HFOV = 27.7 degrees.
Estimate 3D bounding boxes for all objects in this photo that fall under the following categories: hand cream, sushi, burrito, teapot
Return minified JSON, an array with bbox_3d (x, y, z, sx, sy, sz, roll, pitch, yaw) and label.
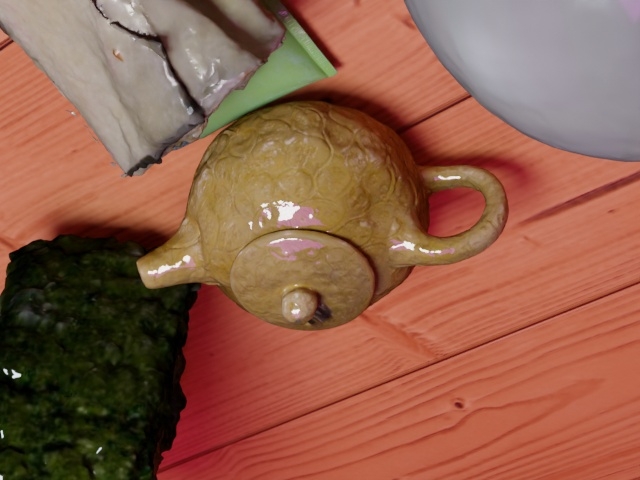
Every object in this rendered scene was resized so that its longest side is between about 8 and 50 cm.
[{"bbox_3d":[-0.083,-0.132,1.070,0.175,0.046,0.095,-28,120,24],"label":"hand cream"},{"bbox_3d":[-0.219,0.179,1.172,0.178,0.352,0.294,10,133,-1],"label":"sushi"},{"bbox_3d":[-0.178,-0.216,0.948,0.332,0.135,0.190,50,153,-12],"label":"burrito"},{"bbox_3d":[0.000,0.000,1.073,0.311,0.167,0.203,-5,138,10],"label":"teapot"}]

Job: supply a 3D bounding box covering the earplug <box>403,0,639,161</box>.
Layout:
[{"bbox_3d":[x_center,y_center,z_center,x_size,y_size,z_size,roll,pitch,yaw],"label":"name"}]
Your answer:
[{"bbox_3d":[0.171,-0.245,0.694,0.312,0.313,0.394,-6,121,17],"label":"earplug"}]
